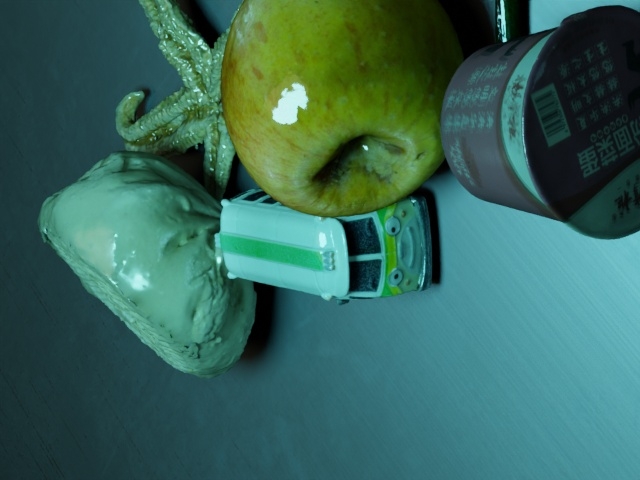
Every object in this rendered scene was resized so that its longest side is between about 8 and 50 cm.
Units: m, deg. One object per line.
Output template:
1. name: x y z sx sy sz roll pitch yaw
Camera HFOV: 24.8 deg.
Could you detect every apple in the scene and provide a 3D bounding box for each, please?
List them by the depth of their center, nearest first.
1. apple: 0.020 -0.191 1.716 0.299 0.299 0.275 -60 43 41

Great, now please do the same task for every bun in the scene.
1. bun: -0.223 0.019 2.070 0.360 0.211 0.359 42 167 12

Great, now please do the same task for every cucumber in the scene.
1. cucumber: 0.214 -0.262 1.654 0.033 0.036 0.184 19 115 56

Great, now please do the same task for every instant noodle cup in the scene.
1. instant noodle cup: 0.250 -0.123 1.528 0.178 0.235 0.234 8 108 59

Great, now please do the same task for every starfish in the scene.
1. starfish: -0.184 -0.258 2.072 0.324 0.082 0.432 40 139 27

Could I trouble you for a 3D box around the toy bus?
1. toy bus: 0.000 0.000 1.889 0.276 0.165 0.133 10 109 50
